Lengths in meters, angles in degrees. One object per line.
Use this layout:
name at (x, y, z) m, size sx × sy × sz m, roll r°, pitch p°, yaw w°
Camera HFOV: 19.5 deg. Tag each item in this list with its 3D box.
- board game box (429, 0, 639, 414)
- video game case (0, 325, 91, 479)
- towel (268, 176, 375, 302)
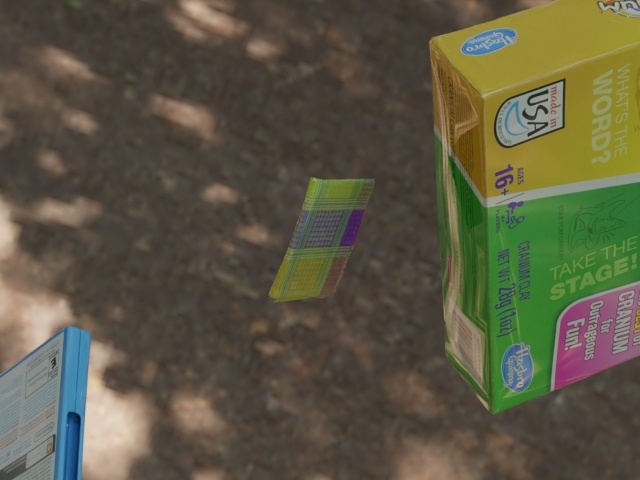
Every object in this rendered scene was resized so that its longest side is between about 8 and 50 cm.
board game box at (0.222, -0.053, 1.114) m, size 0.316 × 0.242 × 0.064 m, roll -20°, pitch 41°, yaw -15°
video game case at (-0.146, 0.136, 0.861) m, size 0.015 × 0.119 × 0.166 m, roll 21°, pitch 54°, yaw -32°
towel at (0.000, 0.000, 1.115) m, size 0.009 × 0.083 × 0.060 m, roll 33°, pitch 22°, yaw 34°
